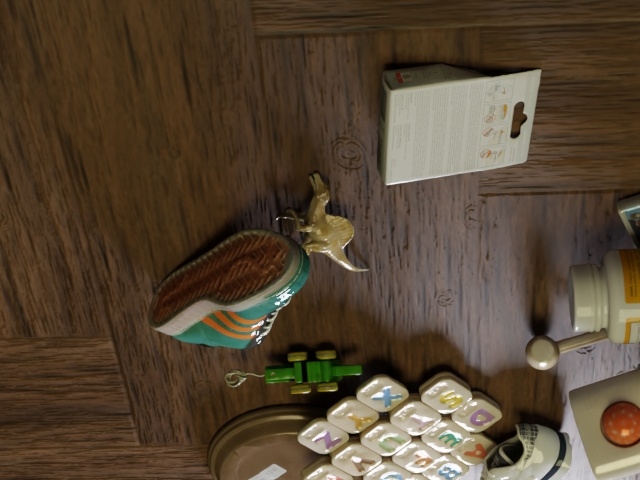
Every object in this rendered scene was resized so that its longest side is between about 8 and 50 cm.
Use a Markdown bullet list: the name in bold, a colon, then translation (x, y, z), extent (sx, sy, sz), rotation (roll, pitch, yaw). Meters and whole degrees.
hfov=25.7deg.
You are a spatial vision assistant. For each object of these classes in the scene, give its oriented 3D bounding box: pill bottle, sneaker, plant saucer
- **pill bottle**: translation (0.416, 0.066, 1.715), extent (0.215, 0.117, 0.117), rotation (-3, 135, 5)
- **sneaker**: translation (0.270, 0.354, 2.062), extent (0.095, 0.090, 0.235), rotation (18, 121, -23)
- **plant saucer**: translation (-0.033, 0.346, 2.105), extent (0.278, 0.041, 0.278), rotation (2, 136, 2)
- **sneaker**: translation (-0.091, 0.068, 1.763), extent (0.121, 0.108, 0.302), rotation (26, 152, -30)

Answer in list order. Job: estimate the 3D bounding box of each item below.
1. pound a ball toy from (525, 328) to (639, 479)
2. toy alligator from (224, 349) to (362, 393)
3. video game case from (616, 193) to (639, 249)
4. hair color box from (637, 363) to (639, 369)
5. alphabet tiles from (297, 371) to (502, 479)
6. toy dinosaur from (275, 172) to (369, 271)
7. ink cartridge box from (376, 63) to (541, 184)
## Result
- **pound a ball toy**: translation (0.432, 0.180, 1.789), extent (0.319, 0.208, 0.136), rotation (-19, 169, 16)
- **toy alligator**: translation (-0.035, 0.183, 1.936), extent (0.190, 0.056, 0.051), rotation (-5, 175, 7)
- **video game case**: translation (0.487, -0.005, 1.740), extent (0.183, 0.023, 0.201), rotation (-18, 132, 19)
- **hair color box**: translation (0.640, 0.221, 1.895), extent (0.375, 0.113, 0.185), rotation (-16, 132, 17)
- **alphabet tiles**: translation (0.115, 0.294, 2.017), extent (0.284, 0.021, 0.278), rotation (-38, 130, 21)
- **toy dinosaur**: translation (0.000, 0.000, 1.747), extent (0.093, 0.053, 0.183), rotation (-12, 133, 13)
- **ink cartridge box**: translation (0.157, -0.142, 1.621), extent (0.179, 0.045, 0.145), rotation (-11, 136, -12)
